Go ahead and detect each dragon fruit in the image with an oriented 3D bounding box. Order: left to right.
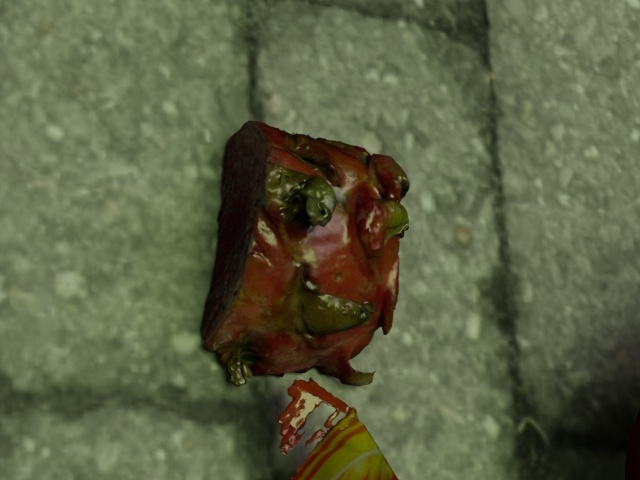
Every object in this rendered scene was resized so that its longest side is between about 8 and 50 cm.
[{"bbox_3d":[0.000,0.000,0.791,0.102,0.096,0.147,7,72,-31],"label":"dragon fruit"}]

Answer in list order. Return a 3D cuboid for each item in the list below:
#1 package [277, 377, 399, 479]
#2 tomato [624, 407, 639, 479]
[{"bbox_3d":[0.030,0.231,0.726,0.288,0.108,0.223,47,56,-5],"label":"package"},{"bbox_3d":[0.318,0.127,0.814,0.303,0.239,0.303,-4,75,15],"label":"tomato"}]
